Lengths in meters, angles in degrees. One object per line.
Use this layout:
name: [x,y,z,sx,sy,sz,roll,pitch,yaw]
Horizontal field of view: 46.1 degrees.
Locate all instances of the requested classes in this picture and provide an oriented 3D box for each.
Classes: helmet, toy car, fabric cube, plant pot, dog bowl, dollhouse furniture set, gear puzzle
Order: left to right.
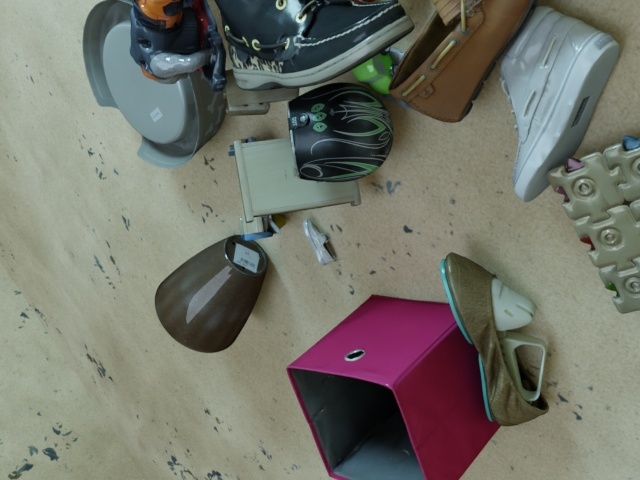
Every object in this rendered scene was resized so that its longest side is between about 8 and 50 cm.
dog bowl: [-0.331,-0.324,1.522,0.348,0.102,0.349,27,134,31]
plant pot: [-0.217,0.098,1.656,0.215,0.215,0.230,49,128,7]
dollhouse furniture set: [-0.067,-0.155,1.408,0.303,0.198,0.287,168,93,-81]
helmet: [0.035,-0.170,1.192,0.161,0.169,0.170,-7,120,2]
toy car: [0.053,-0.316,1.137,0.239,0.053,0.225,-6,119,53]
fabric cube: [0.143,0.273,1.351,0.254,0.258,0.259,1,118,46]
gear puzzle: [0.456,0.013,1.012,0.175,0.044,0.339,-22,105,37]

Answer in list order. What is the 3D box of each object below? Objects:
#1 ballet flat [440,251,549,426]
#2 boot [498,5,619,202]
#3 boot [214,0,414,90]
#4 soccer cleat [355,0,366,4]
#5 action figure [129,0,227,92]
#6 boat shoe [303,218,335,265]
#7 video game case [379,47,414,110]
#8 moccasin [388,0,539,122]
ballet flat: [0.303,0.162,1.239,0.124,0.116,0.343,-10,111,27]
boot: [0.293,-0.183,1.014,0.123,0.095,0.258,43,137,29]
boot: [-0.054,-0.365,1.044,0.377,0.138,0.284,11,130,57]
soccer cleat: [0.045,-0.394,1.148,0.083,0.029,0.036,46,126,13]
action figure: [-0.274,-0.406,1.239,0.330,0.178,0.341,91,159,-51]
boat shoe: [0.000,0.000,1.480,0.035,0.035,0.100,-21,99,23]
video game case: [0.145,-0.244,1.167,0.122,0.011,0.087,27,133,30]
moccasin: [0.187,-0.318,0.959,0.146,0.139,0.380,16,146,-8]
